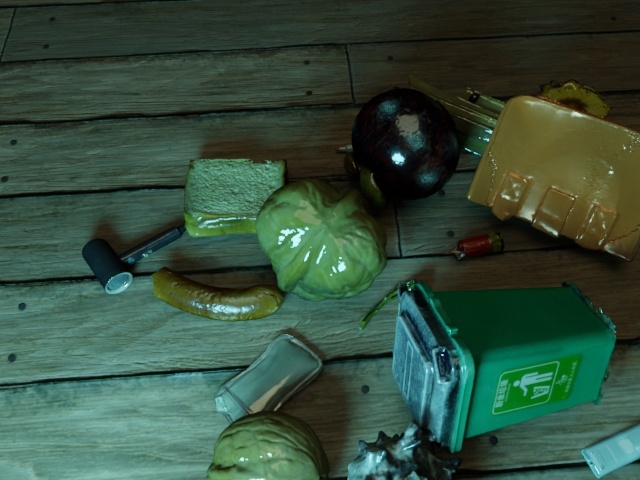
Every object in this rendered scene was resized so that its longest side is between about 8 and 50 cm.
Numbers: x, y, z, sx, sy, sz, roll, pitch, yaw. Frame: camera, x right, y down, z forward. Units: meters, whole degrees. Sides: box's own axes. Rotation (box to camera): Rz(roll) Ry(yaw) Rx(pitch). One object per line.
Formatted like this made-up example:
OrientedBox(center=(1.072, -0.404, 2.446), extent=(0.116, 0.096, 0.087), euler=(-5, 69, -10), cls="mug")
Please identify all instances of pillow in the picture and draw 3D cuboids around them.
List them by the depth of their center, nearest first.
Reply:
OrientedBox(center=(-0.110, 0.301, 1.326), extent=(0.130, 0.038, 0.232), euler=(38, 65, 24), cls="pillow")

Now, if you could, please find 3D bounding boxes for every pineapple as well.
OrientedBox(center=(0.676, -0.348, 1.703), extent=(0.224, 0.076, 0.225), euler=(0, 55, -1), cls="pineapple")

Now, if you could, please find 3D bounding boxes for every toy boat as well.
OrientedBox(center=(0.419, -0.323, 1.651), extent=(0.445, 0.136, 0.162), euler=(26, 70, 16), cls="toy boat")

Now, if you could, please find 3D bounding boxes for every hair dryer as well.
OrientedBox(center=(-0.429, 0.013, 1.500), extent=(0.255, 0.070, 0.128), euler=(-33, 63, -27), cls="hair dryer")

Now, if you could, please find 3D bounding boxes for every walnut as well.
OrientedBox(center=(-0.098, 0.426, 1.154), extent=(0.228, 0.228, 0.228), euler=(0, 58, 0), cls="walnut")
OrientedBox(center=(0.001, 0.002, 1.376), extent=(0.253, 0.277, 0.282), euler=(-25, 82, -8), cls="walnut")

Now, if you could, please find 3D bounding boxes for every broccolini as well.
OrientedBox(center=(0.159, 0.143, 1.432), extent=(0.194, 0.054, 0.052), euler=(-33, 34, -11), cls="broccolini")

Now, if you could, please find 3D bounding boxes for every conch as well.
OrientedBox(center=(0.140, 0.476, 1.086), extent=(0.186, 0.313, 0.240), euler=(6, 13, 32), cls="conch")

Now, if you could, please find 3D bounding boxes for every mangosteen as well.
OrientedBox(center=(0.195, -0.222, 1.523), extent=(0.288, 0.288, 0.288), euler=(0, 58, 0), cls="mangosteen")

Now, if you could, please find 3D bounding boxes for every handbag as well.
OrientedBox(center=(0.589, -0.152, 1.480), extent=(0.410, 0.116, 0.303), euler=(24, 105, 13), cls="handbag")

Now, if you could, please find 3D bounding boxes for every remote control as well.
OrientedBox(center=(0.610, 0.416, 1.260), extent=(0.162, 0.029, 0.061), euler=(-20, 59, -12), cls="remote control")

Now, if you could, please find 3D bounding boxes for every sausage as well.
OrientedBox(center=(-0.235, 0.128, 1.410), extent=(0.302, 0.076, 0.103), euler=(10, 60, 6), cls="sausage")

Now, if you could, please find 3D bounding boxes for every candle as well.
OrientedBox(center=(0.368, 0.016, 1.495), extent=(0.130, 0.052, 0.052), euler=(-14, 59, -7), cls="candle")

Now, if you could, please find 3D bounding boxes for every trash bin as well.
OrientedBox(center=(0.344, 0.219, 1.246), extent=(0.381, 0.259, 0.295), euler=(-6, 32, -12), cls="trash bin")

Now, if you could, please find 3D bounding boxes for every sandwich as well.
OrientedBox(center=(-0.204, -0.107, 1.547), extent=(0.251, 0.087, 0.226), euler=(-2, 48, -1), cls="sandwich")

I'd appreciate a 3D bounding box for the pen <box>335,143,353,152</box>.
OrientedBox(center=(0.148, -0.249, 1.673), extent=(0.218, 0.026, 0.026), euler=(-4, 58, -2), cls="pen")
